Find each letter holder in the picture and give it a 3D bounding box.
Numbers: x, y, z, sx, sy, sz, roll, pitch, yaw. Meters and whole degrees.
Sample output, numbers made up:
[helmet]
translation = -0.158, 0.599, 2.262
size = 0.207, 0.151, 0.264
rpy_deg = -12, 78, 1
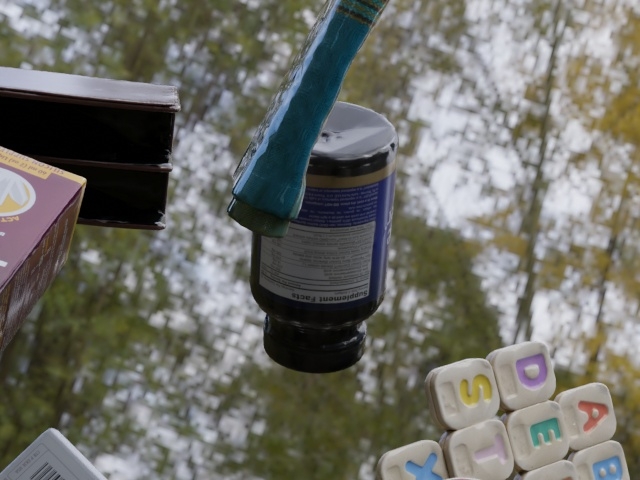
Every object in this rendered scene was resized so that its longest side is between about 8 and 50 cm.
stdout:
[letter holder]
translation = -0.303, -0.096, 1.577
size = 0.302, 0.152, 0.214
rpy_deg = 6, 9, -7

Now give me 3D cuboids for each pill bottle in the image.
[pill bottle]
translation = 0.000, 0.000, 1.324
size = 0.123, 0.123, 0.219
rpy_deg = 14, -60, 17

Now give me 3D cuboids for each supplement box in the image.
[supplement box]
translation = -0.248, 0.013, 1.054
size = 0.104, 0.188, 0.081
rpy_deg = 20, -57, 2

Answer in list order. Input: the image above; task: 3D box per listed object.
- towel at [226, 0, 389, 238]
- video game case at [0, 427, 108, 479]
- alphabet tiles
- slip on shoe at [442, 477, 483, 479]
[towel]
translation = 0.042, -0.181, 0.956
size = 0.040, 0.370, 0.271
rpy_deg = 27, 6, -6
[video game case]
translation = -0.205, 0.335, 1.094
size = 0.329, 0.300, 0.036
rpy_deg = 37, -17, 33
[alphabet tiles]
translation = 0.181, 0.241, 1.379
size = 0.278, 0.284, 0.021
rpy_deg = -12, -2, -34
[slip on shoe]
translation = 0.138, 0.220, 0.934
size = 0.123, 0.101, 0.331
rpy_deg = -6, 18, -12
